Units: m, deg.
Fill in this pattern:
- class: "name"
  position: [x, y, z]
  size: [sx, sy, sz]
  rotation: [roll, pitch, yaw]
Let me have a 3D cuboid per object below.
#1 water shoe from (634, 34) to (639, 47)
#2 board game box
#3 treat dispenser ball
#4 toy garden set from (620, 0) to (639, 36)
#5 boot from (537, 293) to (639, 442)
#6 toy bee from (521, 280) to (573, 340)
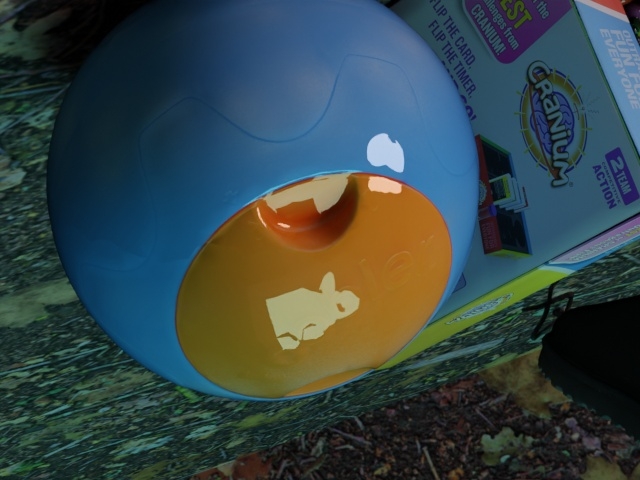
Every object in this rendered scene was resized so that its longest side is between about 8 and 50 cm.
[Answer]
- class: "water shoe"
  position: [0.257, -0.168, 1.507]
  size: [0.073, 0.080, 0.203]
  rotation: [-22, 165, 9]
- class: "board game box"
  position: [0.105, -0.068, 1.366]
  size: [0.316, 0.242, 0.064]
  rotation: [-30, 163, 37]
- class: "treat dispenser ball"
  position: [-0.038, -0.037, 1.207]
  size: [0.288, 0.288, 0.288]
  rotation: [-18, 165, -5]
- class: "toy garden set"
  position: [0.253, -0.112, 1.421]
  size: [0.204, 0.244, 0.049]
  rotation: [-39, -168, 52]
- class: "boot"
  position: [0.363, -0.042, 1.598]
  size: [0.146, 0.445, 0.367]
  rotation: [12, -171, -21]
- class: "toy bee"
  position: [0.261, -0.075, 1.777]
  size: [0.298, 0.162, 0.195]
  rotation: [-41, 161, -15]
